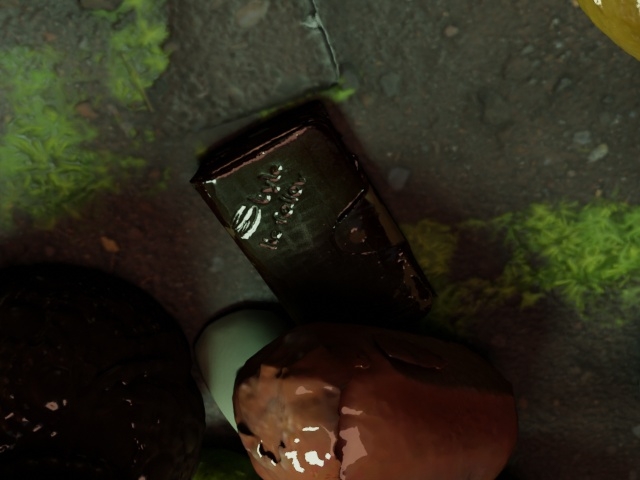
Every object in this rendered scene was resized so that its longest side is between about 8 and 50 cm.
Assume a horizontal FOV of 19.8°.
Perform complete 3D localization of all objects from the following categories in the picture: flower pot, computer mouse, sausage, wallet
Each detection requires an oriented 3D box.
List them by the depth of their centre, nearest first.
[{"bbox_3d":[-0.220,0.197,1.464,0.266,0.267,0.267,-4,125,-5],"label":"flower pot"},{"bbox_3d":[0.000,0.000,1.496,0.122,0.031,0.232,-26,125,11],"label":"wallet"},{"bbox_3d":[0.048,0.146,1.507,0.279,0.152,0.152,13,127,-47],"label":"sausage"},{"bbox_3d":[-0.041,0.139,1.578,0.089,0.056,0.182,-22,126,14],"label":"computer mouse"}]

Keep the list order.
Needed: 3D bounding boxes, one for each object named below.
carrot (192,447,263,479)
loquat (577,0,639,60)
[{"bbox_3d":[0.041,0.253,1.570,0.358,0.074,0.074,15,128,17],"label":"carrot"},{"bbox_3d":[0.274,-0.222,1.274,0.238,0.193,0.238,-5,120,-9],"label":"loquat"}]
